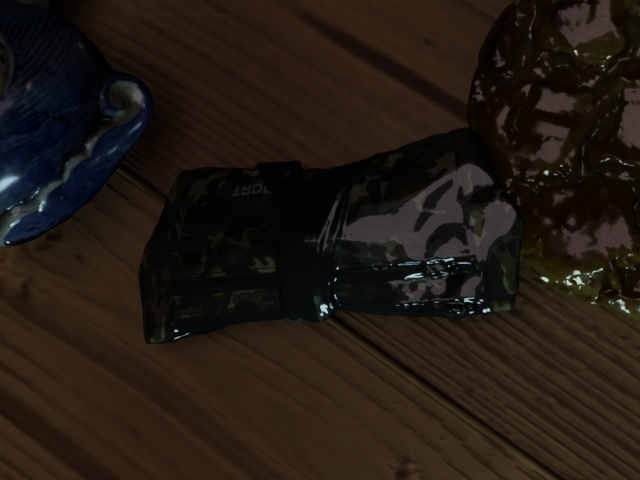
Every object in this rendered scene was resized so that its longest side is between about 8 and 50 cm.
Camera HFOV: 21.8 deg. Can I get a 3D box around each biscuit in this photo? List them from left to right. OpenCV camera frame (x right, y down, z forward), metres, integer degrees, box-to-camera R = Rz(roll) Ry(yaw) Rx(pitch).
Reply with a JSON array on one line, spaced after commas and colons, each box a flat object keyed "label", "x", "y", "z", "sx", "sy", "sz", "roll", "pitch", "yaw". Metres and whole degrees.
[{"label": "biscuit", "x": 0.184, "y": -0.067, "z": 0.909, "sx": 0.226, "sy": 0.042, "sz": 0.225, "roll": -3, "pitch": 82, "yaw": 20}]

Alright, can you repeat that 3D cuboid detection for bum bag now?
[{"label": "bum bag", "x": 0.000, "y": -0.001, "z": 0.951, "sx": 0.248, "sy": 0.069, "sz": 0.102, "roll": -7, "pitch": 97, "yaw": 22}]

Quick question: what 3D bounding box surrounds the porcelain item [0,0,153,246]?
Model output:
[{"label": "porcelain item", "x": -0.218, "y": -0.136, "z": 1.020, "sx": 0.186, "sy": 0.138, "sz": 0.288, "roll": -41, "pitch": 68, "yaw": -7}]
